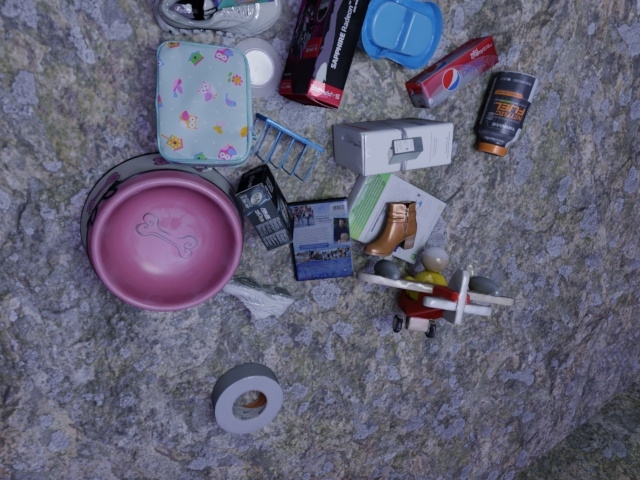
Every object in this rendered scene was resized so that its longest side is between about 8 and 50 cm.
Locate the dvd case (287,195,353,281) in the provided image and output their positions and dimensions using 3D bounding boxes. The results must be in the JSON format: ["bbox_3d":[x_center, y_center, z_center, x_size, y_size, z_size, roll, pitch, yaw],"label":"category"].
[{"bbox_3d":[0.000,0.000,1.239,0.180,0.022,0.253,-6,113,2],"label":"dvd case"}]

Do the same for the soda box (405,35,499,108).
[{"bbox_3d":[0.385,-0.492,1.216,0.263,0.092,0.084,-36,117,-7],"label":"soda box"}]

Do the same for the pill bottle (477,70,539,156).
[{"bbox_3d":[0.581,-0.394,1.314,0.130,0.130,0.246,8,106,-25],"label":"pill bottle"}]

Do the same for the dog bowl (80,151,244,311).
[{"bbox_3d":[-0.377,-0.005,1.039,0.407,0.150,0.409,-8,112,-20],"label":"dog bowl"}]

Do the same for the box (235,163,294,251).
[{"bbox_3d":[-0.141,-0.089,1.100,0.077,0.147,0.180,-21,117,10],"label":"box"}]

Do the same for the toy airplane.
[{"bbox_3d":[0.352,0.139,1.270,0.386,0.384,0.273,31,60,-48],"label":"toy airplane"}]

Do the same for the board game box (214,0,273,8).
[{"bbox_3d":[-0.195,-0.612,0.881,0.160,0.047,0.211,-34,101,-36],"label":"board game box"}]

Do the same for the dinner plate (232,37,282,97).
[{"bbox_3d":[-0.163,-0.435,1.048,0.141,0.017,0.141,-8,113,-19],"label":"dinner plate"}]

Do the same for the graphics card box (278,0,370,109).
[{"bbox_3d":[0.016,-0.509,0.973,0.094,0.233,0.371,12,105,-25],"label":"graphics card box"}]

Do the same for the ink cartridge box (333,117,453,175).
[{"bbox_3d":[0.194,-0.269,1.156,0.272,0.198,0.115,-11,114,-19],"label":"ink cartridge box"}]

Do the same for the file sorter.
[{"bbox_3d":[-0.101,-0.242,1.089,0.170,0.118,0.105,22,103,-28],"label":"file sorter"}]

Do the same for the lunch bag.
[{"bbox_3d":[-0.261,-0.300,0.960,0.223,0.108,0.280,-1,92,-16],"label":"lunch bag"}]

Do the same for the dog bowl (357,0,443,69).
[{"bbox_3d":[0.195,-0.551,1.077,0.297,0.074,0.166,-8,126,-40],"label":"dog bowl"}]

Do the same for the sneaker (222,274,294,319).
[{"bbox_3d":[-0.193,0.181,1.222,0.232,0.090,0.115,23,102,-27],"label":"sneaker"}]

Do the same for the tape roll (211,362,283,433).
[{"bbox_3d":[-0.234,0.507,1.332,0.219,0.072,0.220,-8,112,-20],"label":"tape roll"}]

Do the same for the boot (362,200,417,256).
[{"bbox_3d":[0.211,-0.039,1.259,0.197,0.073,0.153,-14,116,-31],"label":"boot"}]

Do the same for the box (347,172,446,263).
[{"bbox_3d":[0.226,-0.081,1.322,0.321,0.058,0.233,22,99,-29],"label":"box"}]

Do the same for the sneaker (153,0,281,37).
[{"bbox_3d":[-0.220,-0.519,0.936,0.291,0.118,0.110,-16,112,-19],"label":"sneaker"}]
